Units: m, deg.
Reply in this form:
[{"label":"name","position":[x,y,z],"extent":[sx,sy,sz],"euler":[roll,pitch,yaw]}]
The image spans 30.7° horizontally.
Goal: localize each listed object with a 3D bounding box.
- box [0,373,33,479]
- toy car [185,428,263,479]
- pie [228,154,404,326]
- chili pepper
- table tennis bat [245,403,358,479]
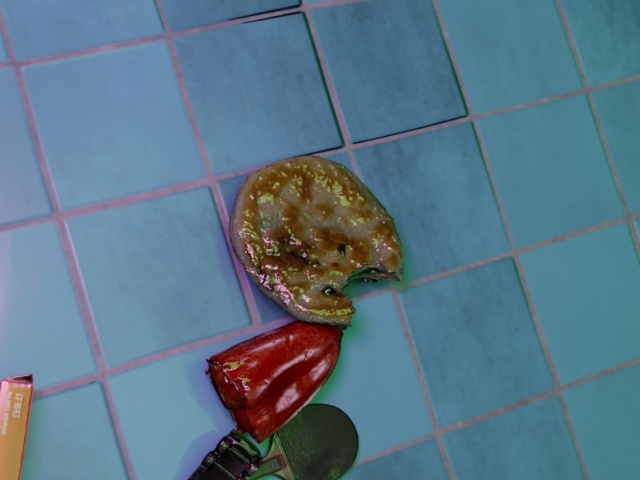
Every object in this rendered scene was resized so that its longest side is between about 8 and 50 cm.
[{"label":"box","position":[-0.442,0.304,1.637],"extent":[0.050,0.123,0.229],"euler":[10,76,-16]},{"label":"toy car","position":[-0.159,0.358,1.749],"extent":[0.071,0.062,0.165],"euler":[40,99,-5]},{"label":"pie","position":[-0.005,-0.006,1.869],"extent":[0.302,0.067,0.302],"euler":[8,64,-17]},{"label":"chili pepper","position":[-0.048,0.202,1.815],"extent":[0.252,0.136,0.144],"euler":[-26,62,-30]},{"label":"table tennis bat","position":[-0.039,0.335,1.834],"extent":[0.220,0.019,0.130],"euler":[-19,85,-24]}]
